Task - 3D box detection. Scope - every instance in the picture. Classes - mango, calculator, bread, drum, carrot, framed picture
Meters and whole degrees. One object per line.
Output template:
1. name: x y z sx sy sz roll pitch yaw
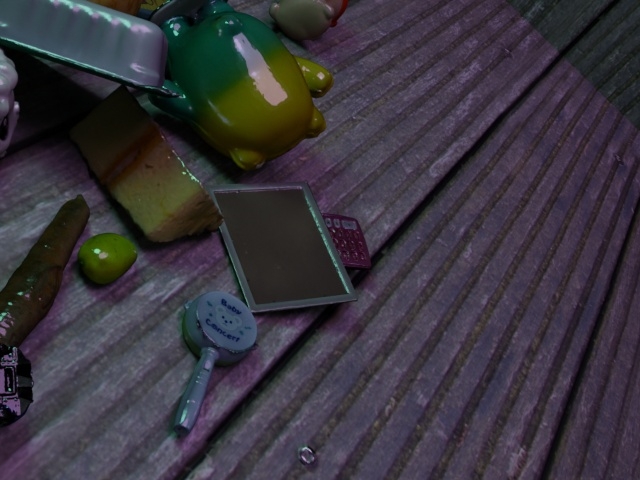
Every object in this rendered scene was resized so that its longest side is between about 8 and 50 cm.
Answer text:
1. mango: -0.311 0.023 1.286 0.073 0.056 0.108 55 25 8
2. calculator: 0.000 0.000 1.612 0.191 0.034 0.126 8 48 -28
3. bread: -0.278 -0.124 1.421 0.178 0.142 0.266 -26 64 -39
4. drum: -0.179 0.163 1.273 0.130 0.049 0.253 43 36 -2
5. carrot: -0.380 0.038 1.198 0.070 0.070 0.342 33 36 -14
6. framed picture: -0.072 0.006 1.526 0.217 0.017 0.274 -3 55 -30

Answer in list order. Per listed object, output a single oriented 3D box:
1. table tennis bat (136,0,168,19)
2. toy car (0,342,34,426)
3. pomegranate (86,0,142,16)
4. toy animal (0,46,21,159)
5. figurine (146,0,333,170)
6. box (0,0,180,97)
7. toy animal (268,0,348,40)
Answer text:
1. table tennis bat: -0.416 -0.522 1.739 0.329 0.044 0.215 -17 68 -52
2. toy car: -0.443 0.174 1.001 0.216 0.063 0.103 1 60 -26
3. pomegranate: -0.416 -0.450 1.522 0.215 0.215 0.215 25 40 -23
4. toy animal: -0.524 -0.212 1.233 0.204 0.156 0.208 12 50 -30
5. figurine: -0.152 -0.296 1.600 0.324 0.231 0.340 -35 84 -23
6. box: -0.374 -0.321 1.365 0.337 0.106 0.264 16 8 -10
7. toy animal: -0.018 -0.563 2.057 0.171 0.171 0.197 38 39 -8
